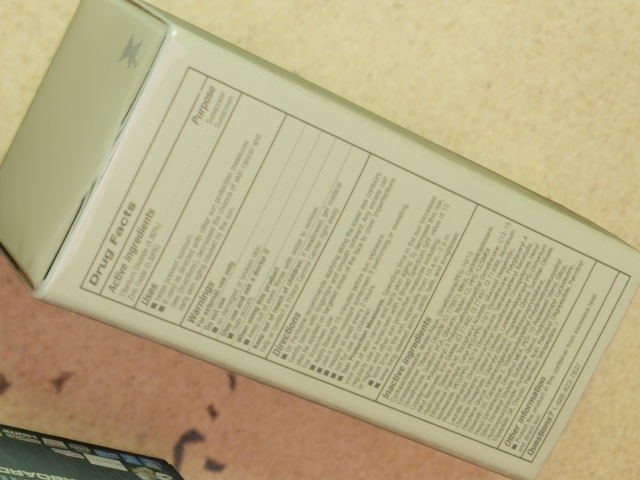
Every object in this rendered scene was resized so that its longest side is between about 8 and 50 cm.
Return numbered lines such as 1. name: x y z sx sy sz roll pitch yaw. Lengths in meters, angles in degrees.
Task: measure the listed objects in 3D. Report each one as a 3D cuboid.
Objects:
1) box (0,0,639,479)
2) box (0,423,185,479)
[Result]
1. box: 0.000 0.000 0.946 0.311 0.121 0.148 25 97 -30
2. box: -0.151 0.146 0.895 0.232 0.183 0.059 16 102 -28
